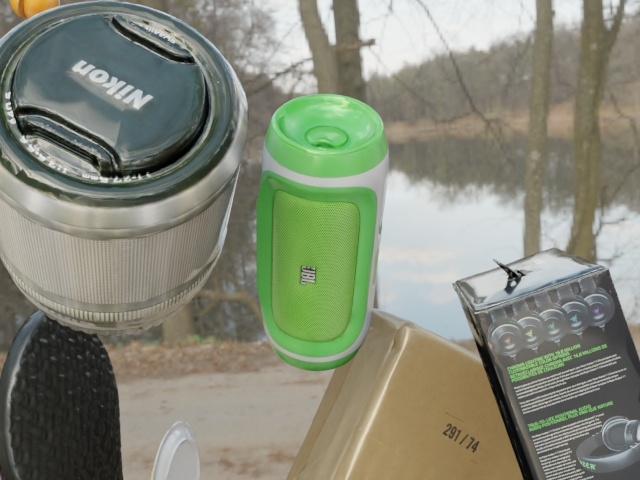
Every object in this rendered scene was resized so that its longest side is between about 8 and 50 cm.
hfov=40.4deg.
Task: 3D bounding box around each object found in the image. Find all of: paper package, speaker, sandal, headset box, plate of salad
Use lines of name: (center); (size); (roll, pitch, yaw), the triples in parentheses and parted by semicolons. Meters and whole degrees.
paper package: (0.154, 0.301, 1.228); (0.325, 0.309, 0.168); (27, -7, -21)
speaker: (0.000, 0.000, 0.920); (0.131, 0.296, 0.131); (2, 40, -2)
sandal: (-0.307, 0.289, 1.008); (0.107, 0.445, 0.167); (3, 19, 25)
headset box: (0.245, 0.147, 0.896); (0.131, 0.282, 0.246); (-19, 3, 5)
plate of salad: (-0.250, 0.403, 1.457); (0.048, 0.199, 0.200); (0, 8, 14)

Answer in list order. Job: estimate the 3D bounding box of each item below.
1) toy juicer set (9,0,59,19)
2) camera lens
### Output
toy juicer set: (-0.425, -0.249, 1.351); (0.209, 0.328, 0.089); (-28, 27, -8)
camera lens: (-0.186, -0.055, 0.778); (0.220, 0.219, 0.274); (-7, -26, -17)
